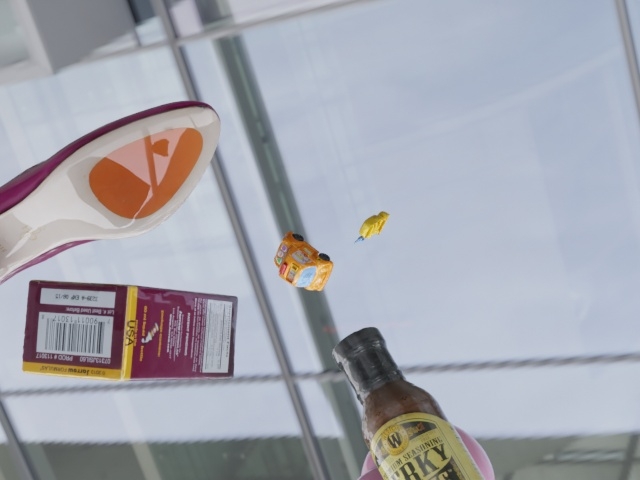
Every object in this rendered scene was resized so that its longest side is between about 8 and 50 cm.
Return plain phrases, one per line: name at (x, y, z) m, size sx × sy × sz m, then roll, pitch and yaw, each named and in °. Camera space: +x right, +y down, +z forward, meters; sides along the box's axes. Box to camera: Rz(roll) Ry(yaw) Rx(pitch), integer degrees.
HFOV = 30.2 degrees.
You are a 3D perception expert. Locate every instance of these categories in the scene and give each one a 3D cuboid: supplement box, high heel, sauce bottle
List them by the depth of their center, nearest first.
supplement box at (-0.162, 0.081, 1.050) m, size 0.104 × 0.080 × 0.188 m, roll 2°, pitch 176°, yaw 24°
high heel at (-0.281, -0.054, 1.264) m, size 0.377 × 0.127 × 0.181 m, roll -31°, pitch -148°, yaw -2°
sauce bottle at (0.121, 0.264, 1.453) m, size 0.111 × 0.111 × 0.344 m, roll -24°, pitch -118°, yaw -17°

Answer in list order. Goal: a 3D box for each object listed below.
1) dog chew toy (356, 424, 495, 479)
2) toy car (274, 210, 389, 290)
dog chew toy at (0.125, 0.398, 1.719) m, size 0.207 × 0.206 × 0.332 m, roll -6°, pitch -164°, yaw 30°
toy car at (0.000, 0.000, 1.040) m, size 0.122 × 0.060 × 0.040 m, roll -46°, pitch 168°, yaw 37°
